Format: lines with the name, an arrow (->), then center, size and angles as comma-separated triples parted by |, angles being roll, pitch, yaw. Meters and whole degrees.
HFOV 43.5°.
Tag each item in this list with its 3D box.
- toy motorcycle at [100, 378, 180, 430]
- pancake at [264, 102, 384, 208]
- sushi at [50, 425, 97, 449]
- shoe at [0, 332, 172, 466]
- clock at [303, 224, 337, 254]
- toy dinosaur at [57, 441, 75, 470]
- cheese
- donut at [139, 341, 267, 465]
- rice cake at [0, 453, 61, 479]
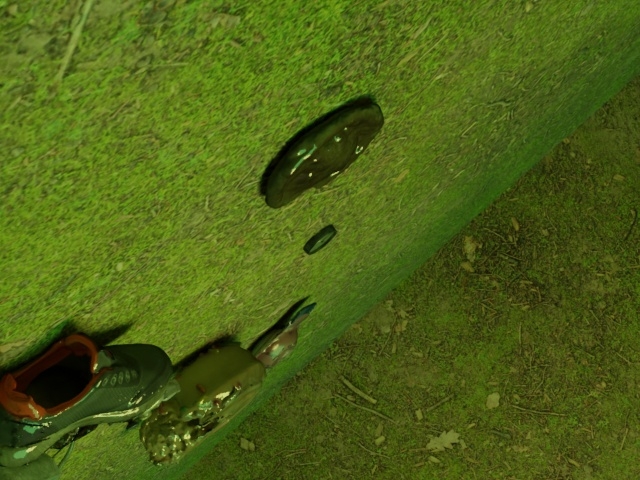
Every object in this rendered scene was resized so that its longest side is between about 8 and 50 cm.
toy motorcycle -> -0.377, 0.323, 1.620 | 0.151, 0.074, 0.229 | -41, 160, 29
pancake -> 0.008, -0.128, 1.245 | 0.222, 0.042, 0.236 | -45, 167, 28
sushi -> -0.407, 0.276, 1.319 | 0.150, 0.090, 0.078 | -47, 170, 24
shoe -> -0.341, 0.192, 1.178 | 0.336, 0.132, 0.171 | -20, 147, -51
clock -> 0.000, 0.000, 1.735 | 0.085, 0.017, 0.085 | -38, 168, -10
toy dinosaur -> -0.638, 0.567, 1.683 | 0.393, 0.092, 0.205 | -40, 163, 8
cheese -> -0.108, 0.275, 2.261 | 0.286, 0.074, 0.189 | -52, 165, 30
donut -> -0.276, 0.376, 1.927 | 0.307, 0.150, 0.371 | -31, 165, -40
rice cake -> -0.563, 0.451, 1.519 | 0.063, 0.069, 0.206 | -41, 167, 1
